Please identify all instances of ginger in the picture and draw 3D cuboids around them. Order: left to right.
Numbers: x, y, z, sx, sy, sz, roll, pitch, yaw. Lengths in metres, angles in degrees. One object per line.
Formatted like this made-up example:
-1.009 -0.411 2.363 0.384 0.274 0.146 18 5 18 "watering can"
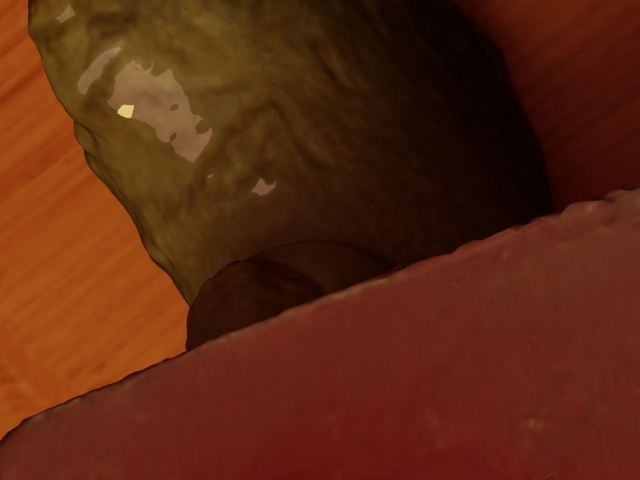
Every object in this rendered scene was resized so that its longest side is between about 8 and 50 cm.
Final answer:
0.000 0.000 0.697 0.275 0.221 0.130 48 121 1 "ginger"

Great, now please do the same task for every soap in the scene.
0.095 0.143 0.594 0.233 0.359 0.128 -21 53 24 "soap"
